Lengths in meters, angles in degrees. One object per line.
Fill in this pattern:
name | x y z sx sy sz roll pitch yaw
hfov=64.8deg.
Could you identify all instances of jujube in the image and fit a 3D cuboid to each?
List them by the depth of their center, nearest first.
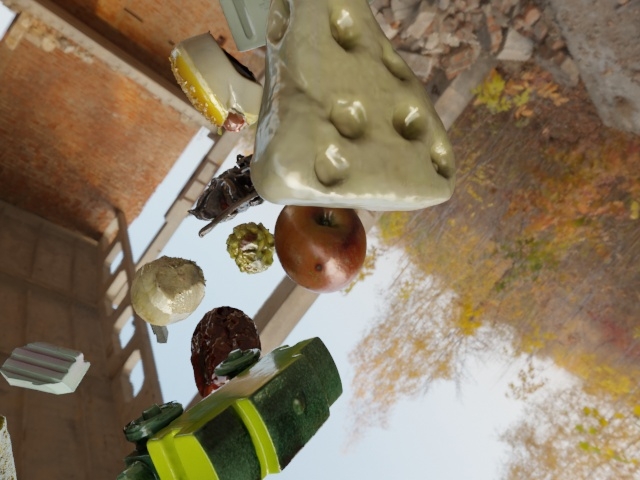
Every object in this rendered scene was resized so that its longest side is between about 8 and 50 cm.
jujube | -0.353 0.428 1.892 0.276 0.276 0.377 33 -160 -26

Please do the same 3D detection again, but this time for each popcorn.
popcorn | -0.269 0.027 2.009 0.169 0.189 0.218 22 143 56

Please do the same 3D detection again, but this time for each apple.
apple | 0.000 0.000 1.258 0.253 0.254 0.253 36 -171 -6

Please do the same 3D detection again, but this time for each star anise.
star anise | -0.246 -0.119 1.408 0.139 0.359 0.315 51 155 -17

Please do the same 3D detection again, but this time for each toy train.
toy train | -0.138 0.314 0.905 0.442 0.272 0.179 -25 -87 -58

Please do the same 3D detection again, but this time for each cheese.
cheese | 0.070 -0.199 0.712 0.328 0.351 0.129 12 167 -33

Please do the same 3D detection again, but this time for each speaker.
speaker | -0.075 -0.638 1.294 0.406 0.183 0.184 0 126 37

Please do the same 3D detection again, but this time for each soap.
soap | -0.899 0.418 1.642 0.230 0.145 0.091 10 139 13

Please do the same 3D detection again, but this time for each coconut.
coconut | -0.403 0.133 1.317 0.194 0.194 0.194 36 -171 -6

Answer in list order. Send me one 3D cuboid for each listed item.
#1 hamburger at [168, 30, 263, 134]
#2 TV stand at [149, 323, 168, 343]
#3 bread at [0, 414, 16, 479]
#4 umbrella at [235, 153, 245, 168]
hamburger | -0.172 -0.256 0.830 0.173 0.116 0.210 43 -172 -26
TV stand | -0.549 0.247 1.676 0.040 0.257 0.049 -4 -137 -4
bread | -0.686 0.525 1.035 0.077 0.362 0.138 6 -152 -12
umbrella | -0.236 -0.224 1.627 0.031 0.036 0.133 -1 138 22
